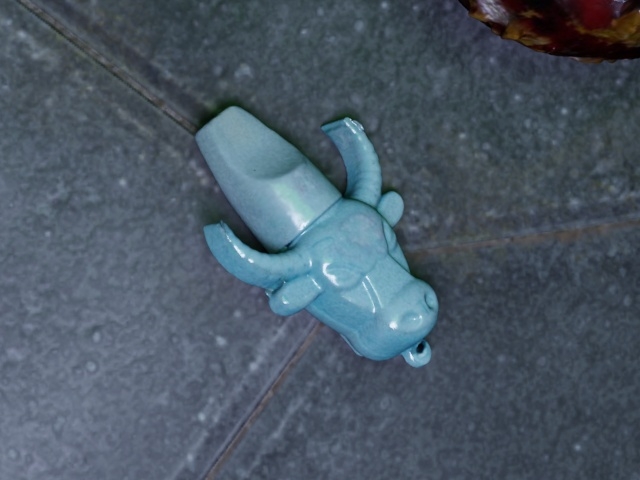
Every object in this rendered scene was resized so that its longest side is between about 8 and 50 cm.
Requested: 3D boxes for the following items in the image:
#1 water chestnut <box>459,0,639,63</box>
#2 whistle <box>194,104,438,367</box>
[{"bbox_3d":[0.242,-0.278,1.626,0.300,0.300,0.300,1,86,-11],"label":"water chestnut"},{"bbox_3d":[0.000,0.000,1.664,0.274,0.093,0.186,49,53,-2],"label":"whistle"}]
